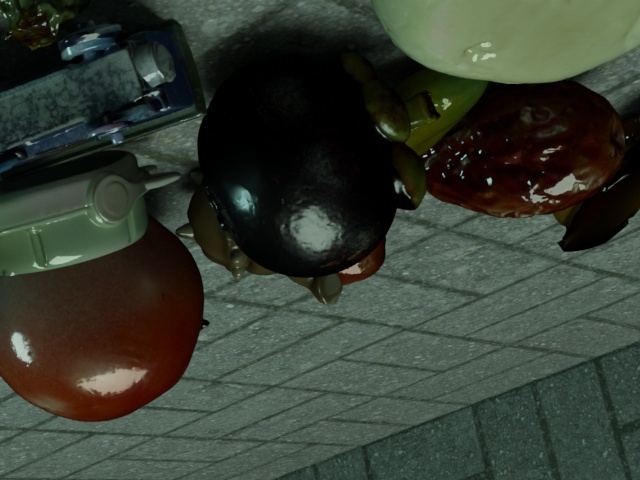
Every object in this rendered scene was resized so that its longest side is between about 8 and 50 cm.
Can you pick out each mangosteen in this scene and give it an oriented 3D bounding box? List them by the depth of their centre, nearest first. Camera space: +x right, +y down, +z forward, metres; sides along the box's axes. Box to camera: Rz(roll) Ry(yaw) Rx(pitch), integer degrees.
[{"bbox_3d":[0.005,-0.104,1.601,0.302,0.275,0.275,-24,160,-3],"label":"mangosteen"}]

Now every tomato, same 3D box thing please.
[{"bbox_3d":[-0.328,0.095,1.873,0.322,0.321,0.321,-10,159,-4],"label":"tomato"}]

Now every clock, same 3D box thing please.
[{"bbox_3d":[-0.338,-0.035,1.640,0.324,0.108,0.265,-15,-168,-18],"label":"clock"}]

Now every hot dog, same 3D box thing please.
[{"bbox_3d":[0.462,-0.113,2.057,0.194,0.107,0.326,-8,152,-38],"label":"hot dog"}]

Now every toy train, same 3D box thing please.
[{"bbox_3d":[-0.284,-0.152,1.452,0.300,0.131,0.202,-16,-175,14],"label":"toy train"}]

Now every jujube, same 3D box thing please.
[{"bbox_3d":[0.274,-0.124,1.812,0.290,0.197,0.197,-8,165,37],"label":"jujube"}]

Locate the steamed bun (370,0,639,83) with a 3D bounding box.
[{"bbox_3d":[0.186,-0.310,1.204,0.312,0.233,0.334,5,145,-32],"label":"steamed bun"}]

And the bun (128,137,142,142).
[{"bbox_3d":[-0.245,-0.156,1.615,0.086,0.054,0.086,3,157,1],"label":"bun"}]

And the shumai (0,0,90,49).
[{"bbox_3d":[-0.282,-0.238,1.333,0.124,0.087,0.099,2,154,-37],"label":"shumai"}]

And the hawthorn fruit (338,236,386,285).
[{"bbox_3d":[0.000,0.000,2.009,0.194,0.157,0.157,-14,160,-12],"label":"hawthorn fruit"}]

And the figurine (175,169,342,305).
[{"bbox_3d":[-0.078,-0.024,1.859,0.247,0.177,0.173,29,177,27],"label":"figurine"}]

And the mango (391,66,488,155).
[{"bbox_3d":[0.119,-0.165,1.723,0.137,0.091,0.237,-25,167,-45],"label":"mango"}]
